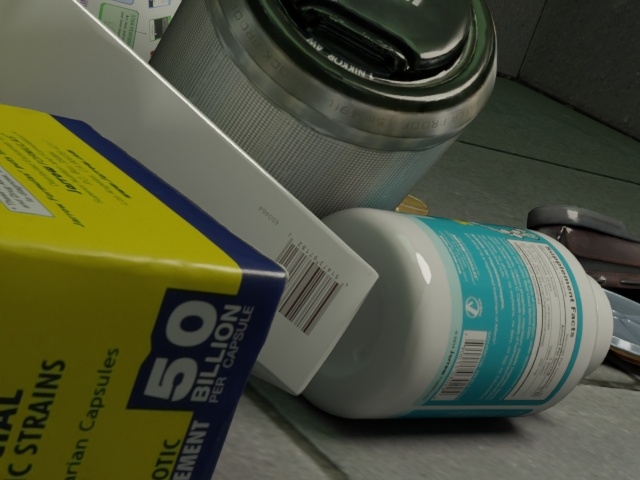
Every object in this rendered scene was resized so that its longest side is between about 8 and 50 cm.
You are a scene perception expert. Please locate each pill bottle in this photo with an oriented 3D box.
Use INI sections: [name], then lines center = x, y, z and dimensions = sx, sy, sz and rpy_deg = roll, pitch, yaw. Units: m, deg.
[pill bottle]
center = 0.103, 0.058, 1.094
dimensions = 0.264, 0.146, 0.146
rpy_deg = 7, 19, -46

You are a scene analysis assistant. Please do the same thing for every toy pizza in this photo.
[toy pizza]
center = 0.288, 0.087, 1.487
dimensions = 0.201, 0.032, 0.201
rpy_deg = 20, 14, -5

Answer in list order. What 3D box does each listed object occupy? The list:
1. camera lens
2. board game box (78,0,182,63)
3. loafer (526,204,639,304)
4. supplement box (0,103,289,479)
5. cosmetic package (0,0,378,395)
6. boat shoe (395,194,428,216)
[camera lens]
center = -0.016, -0.107, 1.105
dimensions = 0.219, 0.274, 0.219
rpy_deg = 15, 53, -20
[board game box]
center = -0.120, -0.123, 1.276
dimensions = 0.317, 0.242, 0.064
rpy_deg = 10, 1, -37
[loafer]
center = 0.353, 0.043, 1.685
dimensions = 0.303, 0.095, 0.109
rpy_deg = 18, -17, -28
[supplement box]
center = -0.227, 0.044, 0.572
dimensions = 0.357, 0.194, 0.195
rpy_deg = 8, 18, -39
[cosmetic package]
center = -0.182, -0.072, 0.869
dimensions = 0.377, 0.097, 0.284
rpy_deg = 42, -12, -31
[boat shoe]
center = 0.047, -0.058, 1.627
dimensions = 0.190, 0.072, 0.068
rpy_deg = 11, 16, -35
